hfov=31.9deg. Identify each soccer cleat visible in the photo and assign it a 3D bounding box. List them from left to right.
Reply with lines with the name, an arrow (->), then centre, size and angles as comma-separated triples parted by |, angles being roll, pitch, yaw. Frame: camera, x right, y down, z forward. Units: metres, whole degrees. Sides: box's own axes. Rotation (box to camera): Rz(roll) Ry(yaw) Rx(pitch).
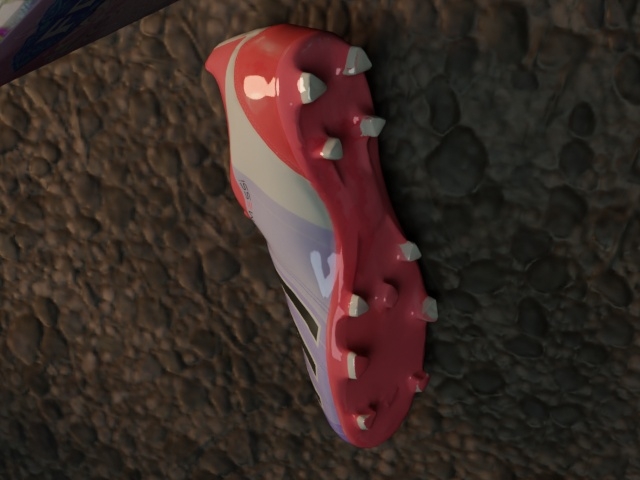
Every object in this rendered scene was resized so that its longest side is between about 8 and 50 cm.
soccer cleat -> 0.000, 0.000, 0.625 | 0.095, 0.083, 0.248 | 14, 126, 46

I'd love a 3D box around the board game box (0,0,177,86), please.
board game box -> 0.019, -0.199, 0.387 | 0.318, 0.318, 0.066 | -38, 97, 29
